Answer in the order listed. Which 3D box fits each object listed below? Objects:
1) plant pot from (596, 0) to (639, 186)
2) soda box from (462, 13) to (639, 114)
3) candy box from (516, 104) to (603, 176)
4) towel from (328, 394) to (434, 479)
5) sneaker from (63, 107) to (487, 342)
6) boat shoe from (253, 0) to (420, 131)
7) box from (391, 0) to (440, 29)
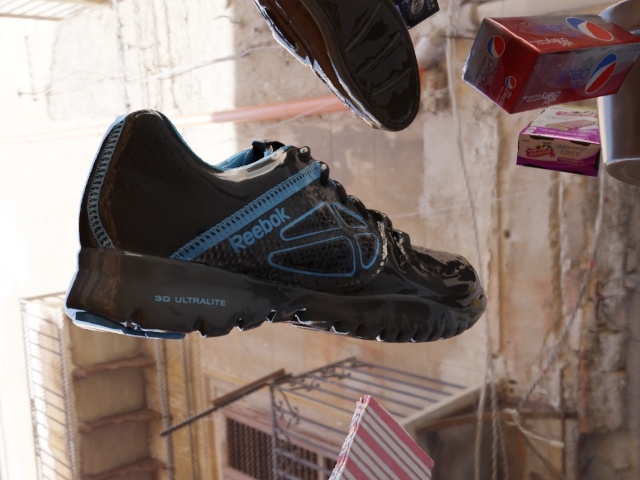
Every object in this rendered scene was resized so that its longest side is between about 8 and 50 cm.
[{"bbox_3d":[0.514,-0.205,1.094,0.263,0.263,0.229,23,-102,-42],"label":"plant pot"},{"bbox_3d":[0.302,-0.231,0.935,0.263,0.092,0.083,-16,-40,-39],"label":"soda box"},{"bbox_3d":[0.505,-0.207,1.470,0.233,0.159,0.071,-38,-47,-51],"label":"candy box"},{"bbox_3d":[0.073,0.302,0.903,0.144,0.029,0.197,48,-144,-13],"label":"towel"},{"bbox_3d":[0.000,0.000,0.517,0.341,0.125,0.139,7,-97,-41],"label":"sneaker"},{"bbox_3d":[0.004,-0.254,0.827,0.111,0.104,0.307,-46,-65,-25],"label":"boat shoe"},{"bbox_3d":[0.097,-0.442,1.196,0.077,0.147,0.180,-37,-58,-23],"label":"box"}]
